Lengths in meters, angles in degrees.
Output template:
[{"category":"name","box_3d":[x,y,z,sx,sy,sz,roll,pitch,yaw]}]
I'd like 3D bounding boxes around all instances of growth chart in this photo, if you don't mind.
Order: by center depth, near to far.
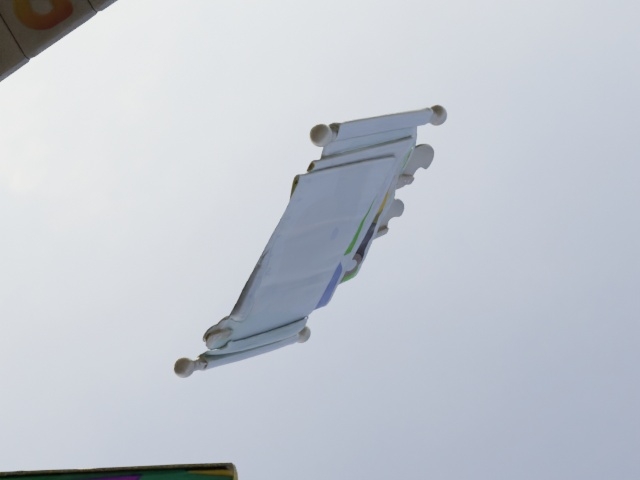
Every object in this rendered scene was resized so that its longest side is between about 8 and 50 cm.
[{"category":"growth chart","box_3d":[0.000,0.000,0.997,0.021,0.172,0.237,41,-65,26]}]

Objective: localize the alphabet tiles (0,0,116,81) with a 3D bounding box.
[{"category":"alphabet tiles","box_3d":[-0.155,-0.188,0.658,0.237,0.009,0.198,-33,-104,4]}]

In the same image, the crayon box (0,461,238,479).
[{"category":"crayon box","box_3d":[-0.233,0.192,0.769,0.363,0.313,0.106,-2,-105,-8]}]
